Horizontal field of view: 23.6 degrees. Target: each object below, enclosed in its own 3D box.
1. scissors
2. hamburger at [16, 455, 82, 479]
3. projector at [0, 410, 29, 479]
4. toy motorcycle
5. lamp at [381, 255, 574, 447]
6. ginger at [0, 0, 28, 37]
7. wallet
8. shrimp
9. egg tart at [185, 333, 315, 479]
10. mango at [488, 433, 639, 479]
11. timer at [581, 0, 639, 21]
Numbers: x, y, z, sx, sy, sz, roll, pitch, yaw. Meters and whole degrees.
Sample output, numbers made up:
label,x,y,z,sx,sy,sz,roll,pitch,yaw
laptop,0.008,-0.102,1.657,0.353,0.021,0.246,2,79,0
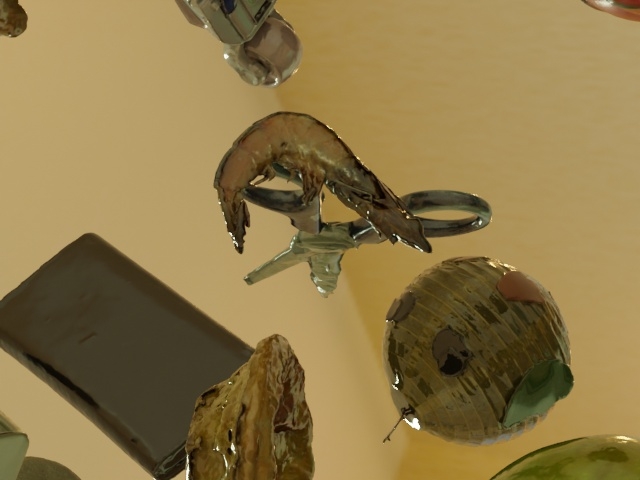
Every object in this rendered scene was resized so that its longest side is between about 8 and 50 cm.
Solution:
label,x,y,z,sx,sy,sz,roll,pitch,yaw
scissors,0.000,0.000,1.582,0.383,0.256,0.029,134,145,-68
hamburger,-0.350,0.325,1.855,0.140,0.133,0.062,-33,-30,-44
projector,-0.382,0.258,1.224,0.257,0.079,0.259,-2,-59,-54
toy motorcycle,-0.102,-0.245,1.459,0.254,0.112,0.112,57,-134,-43
lamp,0.175,0.155,1.932,0.284,0.250,0.250,-39,-40,-15
ginger,-0.384,-0.244,1.460,0.219,0.123,0.270,13,-129,-31
wallet,-0.275,0.153,2.156,0.228,0.406,0.062,-41,-36,-22
shrimp,-0.006,-0.023,1.328,0.148,0.195,0.035,-41,-13,-30
egg tart,-0.066,0.205,1.437,0.241,0.106,0.241,0,-90,-79
mango,0.214,0.293,1.487,0.192,0.343,0.156,-2,-117,-33
timer,0.302,-0.400,1.521,0.279,0.378,0.378,-43,-28,3
